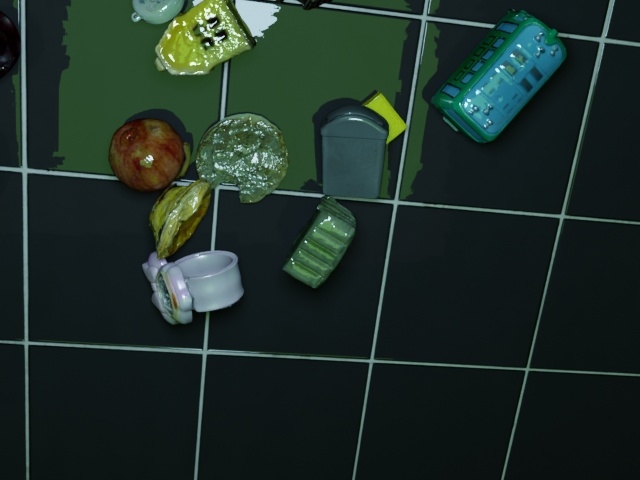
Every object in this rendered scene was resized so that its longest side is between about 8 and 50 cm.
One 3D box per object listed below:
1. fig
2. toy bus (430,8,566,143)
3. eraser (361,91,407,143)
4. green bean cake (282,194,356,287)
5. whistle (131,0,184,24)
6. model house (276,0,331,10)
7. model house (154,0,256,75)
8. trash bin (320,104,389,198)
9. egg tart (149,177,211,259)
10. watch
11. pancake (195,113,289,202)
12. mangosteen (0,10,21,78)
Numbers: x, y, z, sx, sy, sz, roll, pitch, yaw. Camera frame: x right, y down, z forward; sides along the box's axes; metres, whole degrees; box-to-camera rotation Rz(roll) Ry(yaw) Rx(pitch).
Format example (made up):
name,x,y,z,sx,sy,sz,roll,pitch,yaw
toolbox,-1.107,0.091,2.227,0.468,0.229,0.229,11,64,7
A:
name,x,y,z,sx,sy,sz,roll,pitch,yaw
fig,-0.430,-0.209,1.782,0.205,0.205,0.205,-2,108,-6
toy bus,0.465,-0.421,1.803,0.183,0.199,0.343,38,98,-15
eraser,0.158,-0.321,1.877,0.097,0.045,0.122,-39,108,9
green bean cake,0.000,0.000,1.871,0.125,0.227,0.222,29,103,-10
whistle,-0.355,-0.612,1.699,0.258,0.067,0.126,-42,65,-4
model house,-0.015,-0.629,1.711,0.152,0.165,0.106,16,89,-13
model house,-0.293,-0.493,1.693,0.234,0.193,0.174,-24,110,4
trash bin,0.087,-0.235,1.842,0.177,0.101,0.236,4,120,3
egg tart,-0.370,-0.065,1.809,0.106,0.241,0.241,32,102,2
watch,-0.331,0.119,1.902,0.217,0.248,0.210,-18,110,-28
pancake,-0.206,-0.220,1.872,0.254,0.037,0.253,-2,109,-7
mangosteen,-0.821,-0.481,1.648,0.194,0.194,0.230,-37,82,6
